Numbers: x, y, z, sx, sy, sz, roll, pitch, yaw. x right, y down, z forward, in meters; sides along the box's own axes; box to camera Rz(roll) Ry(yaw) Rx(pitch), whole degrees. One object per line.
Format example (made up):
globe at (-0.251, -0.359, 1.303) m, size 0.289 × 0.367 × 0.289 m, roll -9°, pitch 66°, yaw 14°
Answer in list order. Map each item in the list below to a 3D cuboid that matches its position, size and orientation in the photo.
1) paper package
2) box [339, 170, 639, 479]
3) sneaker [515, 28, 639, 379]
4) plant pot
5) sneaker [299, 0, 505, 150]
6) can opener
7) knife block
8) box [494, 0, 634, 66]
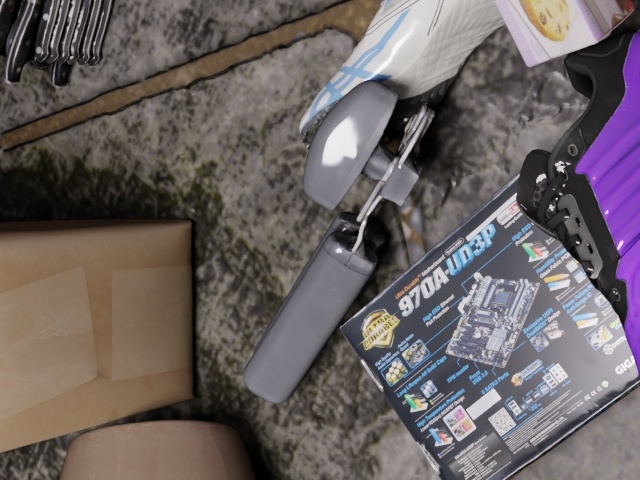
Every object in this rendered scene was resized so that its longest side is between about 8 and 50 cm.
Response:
paper package at (-0.310, 0.070, 1.065) m, size 0.309 × 0.325 × 0.168 m, roll 1°, pitch 94°, yaw 30°
box at (0.144, 0.072, 0.954) m, size 0.220 × 0.051 × 0.175 m, roll -43°, pitch 72°, yaw 25°
sneaker at (0.205, -0.005, 0.848) m, size 0.146 × 0.102 × 0.293 m, roll 1°, pitch 74°, yaw 14°
plant pot at (-0.134, 0.274, 1.039) m, size 0.263 × 0.263 × 0.229 m, roll -16°, pitch 69°, yaw 30°
sneaker at (0.069, -0.154, 0.977) m, size 0.237 × 0.085 × 0.086 m, roll -43°, pitch 46°, yaw 29°
can opener at (0.000, 0.000, 0.998) m, size 0.095 × 0.076 × 0.283 m, roll 31°, pitch 116°, yaw -3°
knife block at (-0.264, -0.287, 1.151) m, size 0.242 × 0.088 × 0.276 m, roll -21°, pitch 83°, yaw 29°
box at (0.104, -0.273, 0.834) m, size 0.067 × 0.063 × 0.324 m, roll -15°, pitch 109°, yaw 47°
